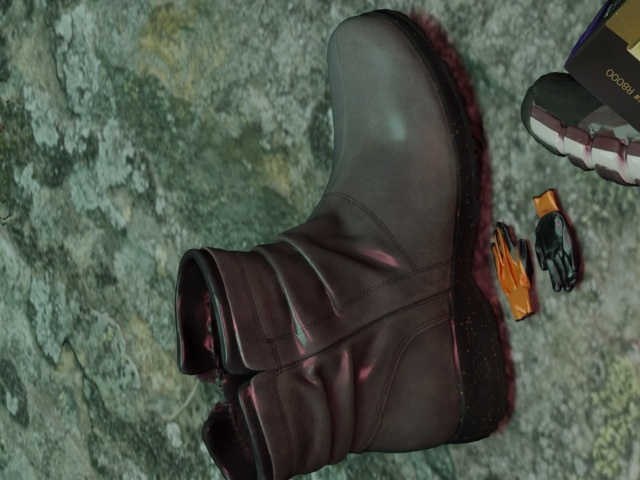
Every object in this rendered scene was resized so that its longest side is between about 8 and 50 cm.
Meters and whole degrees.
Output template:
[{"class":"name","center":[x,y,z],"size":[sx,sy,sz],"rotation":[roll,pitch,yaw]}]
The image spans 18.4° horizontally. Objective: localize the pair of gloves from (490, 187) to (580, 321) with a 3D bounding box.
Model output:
[{"class":"pair of gloves","center":[0.150,0.011,1.383],"size":[0.083,0.010,0.074],"rotation":[-36,63,49]}]

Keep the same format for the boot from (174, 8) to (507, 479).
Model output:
[{"class":"boot","center":[0.000,0.000,1.401],"size":[0.118,0.222,0.338],"rotation":[-30,70,59]}]

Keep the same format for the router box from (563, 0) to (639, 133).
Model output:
[{"class":"router box","center":[0.309,-0.076,0.931],"size":[0.309,0.081,0.243],"rotation":[39,131,-2]}]

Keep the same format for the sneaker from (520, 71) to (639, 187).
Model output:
[{"class":"sneaker","center":[0.250,-0.099,1.163],"size":[0.281,0.106,0.163],"rotation":[24,110,39]}]
